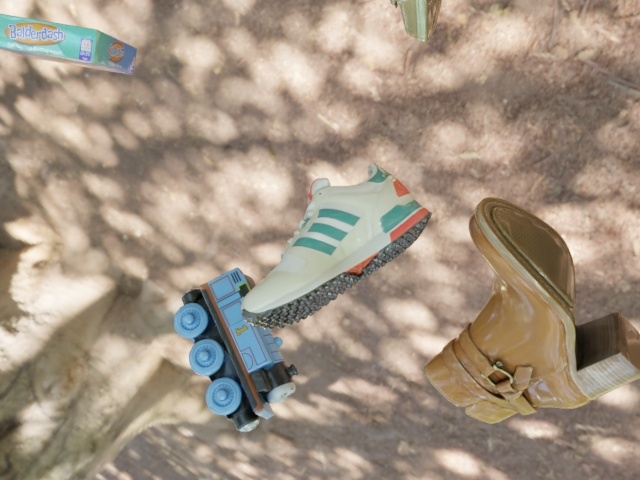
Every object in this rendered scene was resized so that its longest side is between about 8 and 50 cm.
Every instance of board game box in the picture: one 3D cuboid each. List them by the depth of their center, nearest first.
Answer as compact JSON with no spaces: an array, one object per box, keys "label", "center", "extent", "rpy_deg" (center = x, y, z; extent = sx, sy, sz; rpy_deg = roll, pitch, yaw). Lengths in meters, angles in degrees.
[{"label":"board game box","center":[-0.371,-0.282,1.137],"extent":[0.160,0.047,0.210],"rpy_deg":[10,-172,-1]}]

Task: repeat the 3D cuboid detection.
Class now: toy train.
[{"label":"toy train","center":[-0.097,0.126,0.919],"extent":[0.184,0.105,0.080],"rpy_deg":[62,-179,20]}]

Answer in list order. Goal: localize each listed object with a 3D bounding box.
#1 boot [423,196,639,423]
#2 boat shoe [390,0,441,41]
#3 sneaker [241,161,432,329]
[{"label":"boot","center":[0.137,0.069,0.610],"extent":[0.152,0.073,0.197],"rpy_deg":[-32,109,38]},{"label":"boat shoe","center":[0.065,-0.229,0.612],"extent":[0.048,0.056,0.153],"rpy_deg":[6,135,23]},{"label":"sneaker","center":[0.000,0.000,0.572],"extent":[0.075,0.161,0.057],"rpy_deg":[53,160,16]}]
